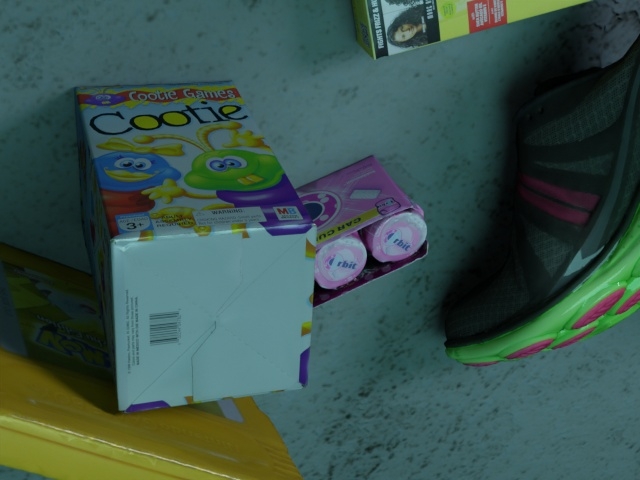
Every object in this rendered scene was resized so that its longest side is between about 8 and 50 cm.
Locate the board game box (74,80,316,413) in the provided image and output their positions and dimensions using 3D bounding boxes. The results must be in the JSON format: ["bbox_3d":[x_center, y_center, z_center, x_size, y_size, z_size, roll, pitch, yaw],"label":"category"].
[{"bbox_3d":[-0.109,-0.011,0.840,0.142,0.275,0.144,-5,121,-16],"label":"board game box"}]

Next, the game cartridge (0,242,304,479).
[{"bbox_3d":[-0.176,0.104,0.857,0.285,0.323,0.053,23,99,-29],"label":"game cartridge"}]

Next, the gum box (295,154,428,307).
[{"bbox_3d":[0.000,0.000,0.985,0.188,0.107,0.062,-25,124,-4],"label":"gum box"}]

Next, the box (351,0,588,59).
[{"bbox_3d":[0.141,-0.232,0.924,0.232,0.058,0.087,-16,121,-9],"label":"box"}]

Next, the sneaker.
[{"bbox_3d":[0.268,-0.054,1.020,0.185,0.202,0.483,-5,141,-44],"label":"sneaker"}]
